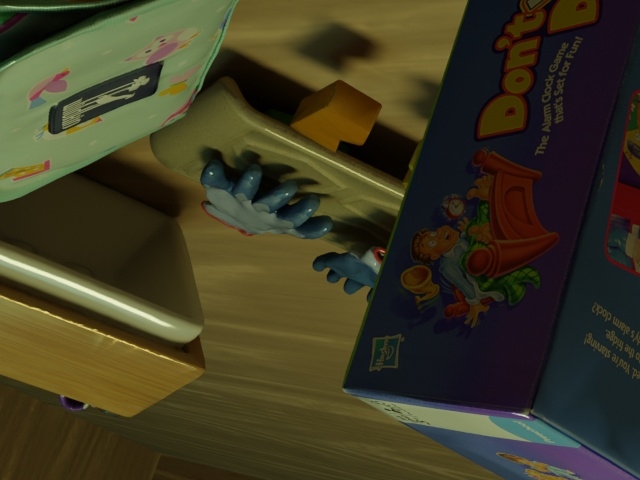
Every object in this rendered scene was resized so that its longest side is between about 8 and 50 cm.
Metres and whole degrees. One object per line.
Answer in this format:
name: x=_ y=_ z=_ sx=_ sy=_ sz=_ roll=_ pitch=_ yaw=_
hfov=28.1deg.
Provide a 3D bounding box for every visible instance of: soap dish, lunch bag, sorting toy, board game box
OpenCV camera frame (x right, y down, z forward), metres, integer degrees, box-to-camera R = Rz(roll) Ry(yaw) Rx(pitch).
soap dish: x=-0.249 y=0.020 z=1.070 sx=0.291 sy=0.118 sz=0.229 roll=23 pitch=-160 yaw=-24
lunch bag: x=-0.172 y=-0.122 z=0.626 sx=0.262 sy=0.160 sz=0.223 roll=11 pitch=162 yaw=-11
sorting toy: x=0.020 y=-0.042 z=0.853 sx=0.229 sy=0.041 sz=0.307 roll=29 pitch=166 yaw=-16
board game box: x=0.180 y=0.017 z=0.527 sx=0.078 sy=0.233 sz=0.347 roll=1 pitch=156 yaw=46

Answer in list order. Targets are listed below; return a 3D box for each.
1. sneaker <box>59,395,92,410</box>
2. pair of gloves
sneaker: x=-0.309 y=0.131 z=1.609 sx=0.102 sy=0.161 sz=0.282 roll=24 pitch=165 yaw=-22
pair of gloves: x=0.000 y=0.000 z=0.910 sx=0.198 sy=0.023 sz=0.159 roll=28 pitch=168 yaw=-10
